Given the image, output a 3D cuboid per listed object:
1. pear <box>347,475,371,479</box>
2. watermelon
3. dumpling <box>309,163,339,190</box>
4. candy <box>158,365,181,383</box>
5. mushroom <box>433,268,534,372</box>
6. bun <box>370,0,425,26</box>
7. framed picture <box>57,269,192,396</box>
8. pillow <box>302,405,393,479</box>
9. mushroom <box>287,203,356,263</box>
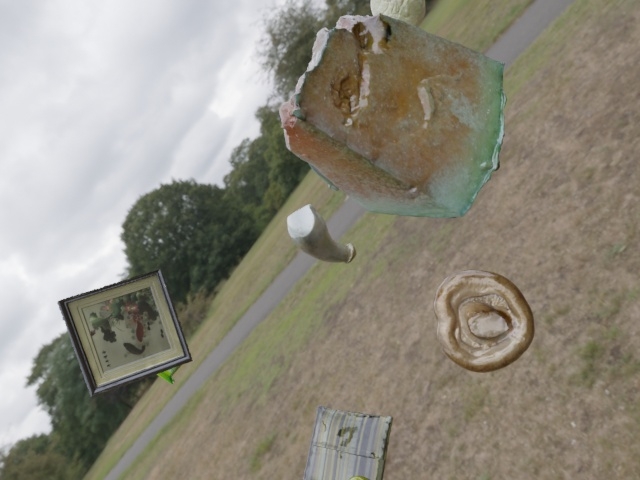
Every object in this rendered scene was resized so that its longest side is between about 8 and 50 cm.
[{"bbox_3d":[0.082,0.532,1.148,0.092,0.092,0.097,-59,-2,-37],"label":"pear"},{"bbox_3d":[0.093,-0.183,0.786,0.151,0.302,0.264,-23,47,64],"label":"watermelon"},{"bbox_3d":[0.018,-0.197,0.992,0.105,0.149,0.216,-148,65,-72],"label":"dumpling"},{"bbox_3d":[-0.395,0.252,1.310,0.032,0.178,0.102,-46,12,34],"label":"candy"},{"bbox_3d":[0.428,0.214,1.508,0.278,0.278,0.146,-54,-10,1],"label":"mushroom"},{"bbox_3d":[0.156,-0.472,1.114,0.115,0.115,0.069,-55,-11,-7],"label":"bun"},{"bbox_3d":[-0.366,0.173,1.062,0.199,0.195,0.010,-18,6,-13],"label":"framed picture"},{"bbox_3d":[0.062,0.519,1.367,0.212,0.052,0.208,-1,66,30],"label":"pillow"},{"bbox_3d":[0.000,0.000,1.587,0.118,0.270,0.103,-22,55,21],"label":"mushroom"}]
